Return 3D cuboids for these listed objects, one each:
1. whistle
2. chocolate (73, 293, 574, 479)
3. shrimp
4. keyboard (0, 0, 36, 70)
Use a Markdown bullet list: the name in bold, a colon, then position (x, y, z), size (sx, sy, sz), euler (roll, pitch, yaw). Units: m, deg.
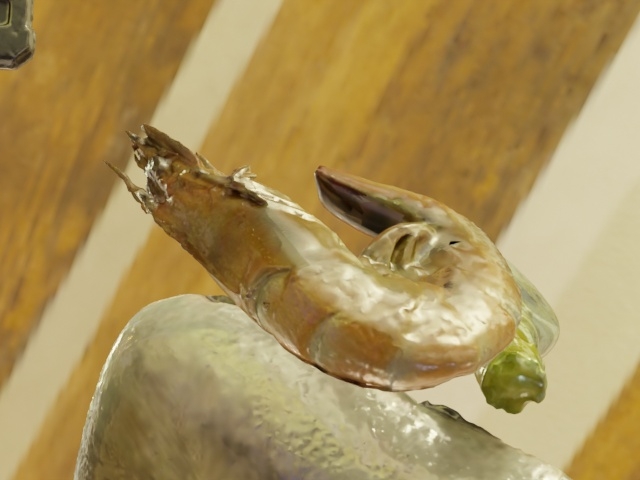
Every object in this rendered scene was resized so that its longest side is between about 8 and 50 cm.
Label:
- **whistle**: position (0.098, 0.053, 1.120), size (0.057, 0.104, 0.198), euler (-48, -165, 14)
- **chocolate**: position (-0.014, 0.159, 1.082), size (0.303, 0.100, 0.185), euler (26, -63, 21)
- **shrimp**: position (0.001, -0.006, 0.647), size (0.162, 0.095, 0.045), euler (37, -32, 33)
- **keyboard**: position (-0.304, -0.154, 1.164), size (0.016, 0.262, 0.106), euler (112, -21, -64)
